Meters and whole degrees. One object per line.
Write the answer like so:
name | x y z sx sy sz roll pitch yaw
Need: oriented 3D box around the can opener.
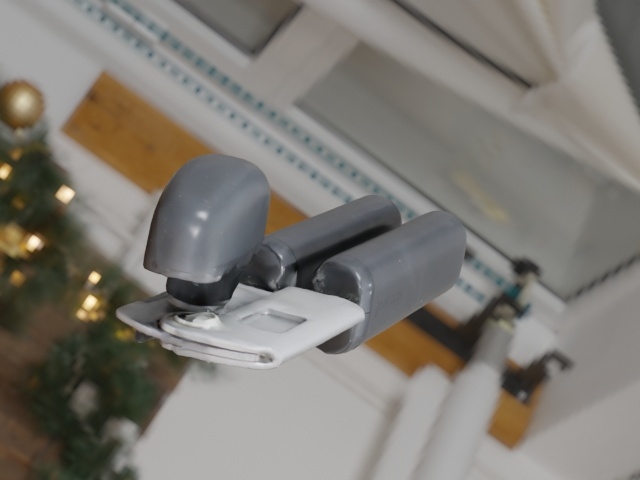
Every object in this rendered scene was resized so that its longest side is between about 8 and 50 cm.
can opener | 0.000 0.000 0.798 0.283 0.076 0.095 -24 125 -66
